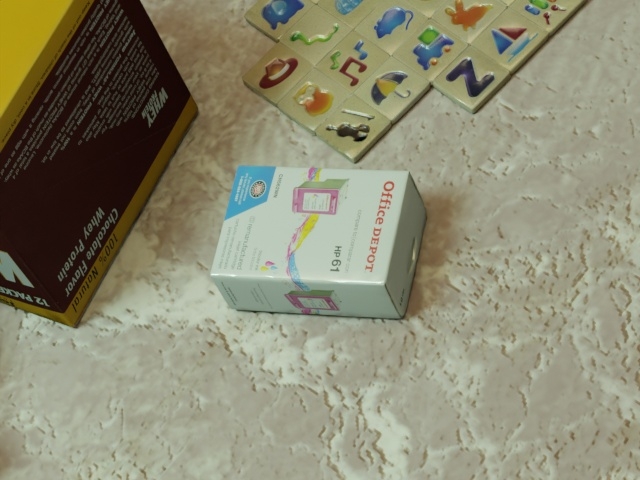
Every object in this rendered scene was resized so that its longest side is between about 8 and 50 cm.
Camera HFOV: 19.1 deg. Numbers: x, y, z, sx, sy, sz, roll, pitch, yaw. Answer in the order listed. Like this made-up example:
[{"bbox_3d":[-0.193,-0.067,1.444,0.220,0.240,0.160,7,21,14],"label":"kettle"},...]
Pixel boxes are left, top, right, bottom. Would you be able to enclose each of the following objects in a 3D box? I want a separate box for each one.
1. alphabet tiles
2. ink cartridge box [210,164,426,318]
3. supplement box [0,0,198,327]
[{"bbox_3d":[0.065,-0.165,1.358,0.237,0.009,0.198,-45,58,-11],"label":"alphabet tiles"},{"bbox_3d":[0.000,0.000,1.251,0.122,0.052,0.088,3,61,18],"label":"ink cartridge box"},{"bbox_3d":[-0.205,-0.081,1.279,0.129,0.194,0.191,17,66,25],"label":"supplement box"}]
